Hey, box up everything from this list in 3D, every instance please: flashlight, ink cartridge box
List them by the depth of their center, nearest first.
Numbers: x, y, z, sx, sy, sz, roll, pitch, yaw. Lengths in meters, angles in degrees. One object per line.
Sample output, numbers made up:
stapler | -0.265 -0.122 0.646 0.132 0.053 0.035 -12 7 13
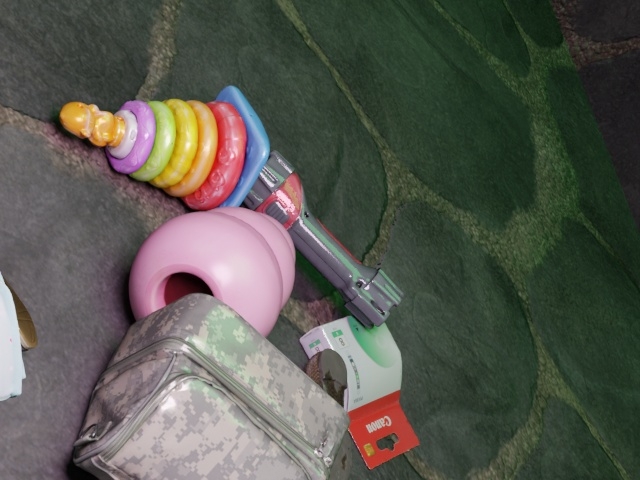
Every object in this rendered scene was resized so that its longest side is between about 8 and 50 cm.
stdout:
ink cartridge box | 0.079 0.223 2.527 0.181 0.056 0.225 -13 71 -59
flashlight | 0.000 0.000 2.537 0.304 0.103 0.103 45 71 -5

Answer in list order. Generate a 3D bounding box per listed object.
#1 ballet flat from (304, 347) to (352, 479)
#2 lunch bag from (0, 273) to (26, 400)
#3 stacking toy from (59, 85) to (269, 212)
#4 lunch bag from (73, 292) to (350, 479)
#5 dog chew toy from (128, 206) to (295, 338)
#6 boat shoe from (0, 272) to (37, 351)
ballet flat | 0.000 0.267 2.369 0.084 0.058 0.250 31 42 -33
lunch bag | -0.449 0.070 1.718 0.223 0.160 0.262 -10 65 -36
stacking toy | -0.239 -0.141 2.328 0.301 0.166 0.175 12 36 -38
lunch bag | -0.139 0.258 2.017 0.305 0.212 0.256 44 48 -19
dog chew toy | -0.127 0.045 2.250 0.207 0.206 0.332 56 21 -2
boat shoe | -0.392 0.072 1.962 0.152 0.049 0.056 57 10 9
